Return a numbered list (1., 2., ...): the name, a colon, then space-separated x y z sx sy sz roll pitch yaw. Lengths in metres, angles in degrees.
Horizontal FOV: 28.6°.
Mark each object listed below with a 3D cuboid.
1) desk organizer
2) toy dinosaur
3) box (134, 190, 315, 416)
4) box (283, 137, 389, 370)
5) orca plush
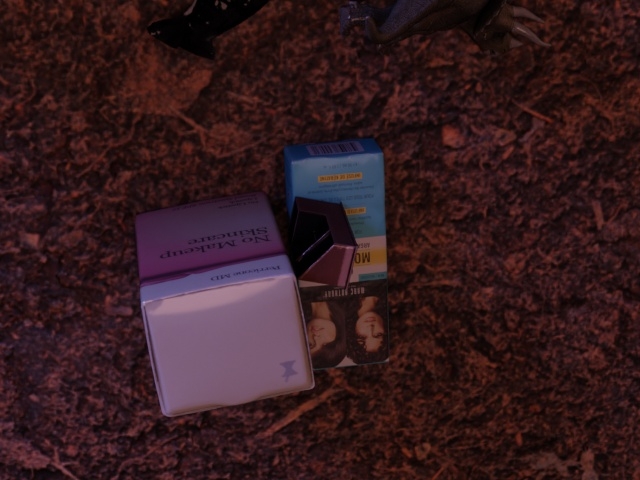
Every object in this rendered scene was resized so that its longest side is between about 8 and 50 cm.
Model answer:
1. desk organizer: 0.000 0.000 1.244 0.050 0.130 0.047 9 109 -10
2. toy dinosaur: 0.107 -0.239 1.199 0.160 0.313 0.121 -13 87 20
3. box: -0.102 0.056 1.258 0.149 0.232 0.126 -11 113 -6
4. box: 0.018 0.017 1.357 0.101 0.060 0.244 -6 111 -7
5. orca plush: -0.065 -0.299 1.198 0.151 0.102 0.287 41 100 -21
